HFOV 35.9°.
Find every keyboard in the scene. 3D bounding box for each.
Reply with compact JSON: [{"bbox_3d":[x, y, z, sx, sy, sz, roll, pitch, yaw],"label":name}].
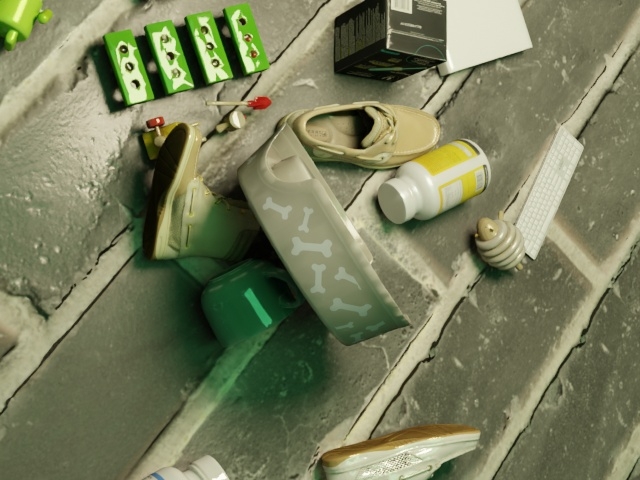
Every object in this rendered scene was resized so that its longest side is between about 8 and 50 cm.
[{"bbox_3d":[0.424,-0.091,1.842,0.072,0.014,0.256,35,71,-21],"label":"keyboard"}]

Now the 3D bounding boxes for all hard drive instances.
[{"bbox_3d":[0.253,-0.467,1.770,0.203,0.040,0.307,-21,96,-28],"label":"hard drive"}]

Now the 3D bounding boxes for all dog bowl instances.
[{"bbox_3d":[0.000,0.000,1.437,0.102,0.349,0.349,-33,102,4],"label":"dog bowl"}]

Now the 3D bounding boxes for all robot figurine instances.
[{"bbox_3d":[-0.427,-0.324,1.375,0.101,0.067,0.115,22,75,-13],"label":"robot figurine"}]

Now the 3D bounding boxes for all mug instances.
[{"bbox_3d":[-0.101,0.079,1.470,0.158,0.129,0.097,-27,95,3],"label":"mug"}]

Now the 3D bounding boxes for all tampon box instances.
[{"bbox_3d":[0.114,-0.331,1.613,0.120,0.161,0.101,5,83,-29],"label":"tampon box"}]

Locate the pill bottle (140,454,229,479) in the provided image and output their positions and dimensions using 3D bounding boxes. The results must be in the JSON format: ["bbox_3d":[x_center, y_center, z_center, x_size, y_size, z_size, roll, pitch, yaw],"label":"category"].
[{"bbox_3d":[-0.231,0.395,1.383,0.221,0.124,0.124,-26,98,-27],"label":"pill bottle"}]

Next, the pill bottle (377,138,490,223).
[{"bbox_3d":[0.190,-0.096,1.666,0.184,0.103,0.103,-25,97,-28],"label":"pill bottle"}]

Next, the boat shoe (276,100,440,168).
[{"bbox_3d":[0.081,-0.177,1.617,0.302,0.098,0.109,-2,86,-28],"label":"boat shoe"}]

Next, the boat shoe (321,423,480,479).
[{"bbox_3d":[0.135,0.364,1.603,0.277,0.098,0.096,-9,90,-19],"label":"boat shoe"}]

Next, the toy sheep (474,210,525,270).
[{"bbox_3d":[0.319,0.007,1.739,0.132,0.091,0.091,41,68,-25],"label":"toy sheep"}]

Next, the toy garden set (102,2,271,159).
[{"bbox_3d":[-0.191,-0.236,1.508,0.244,0.049,0.204,-20,93,-29],"label":"toy garden set"}]

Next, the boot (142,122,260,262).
[{"bbox_3d":[-0.163,-0.065,1.458,0.165,0.077,0.213,4,113,-30],"label":"boot"}]
